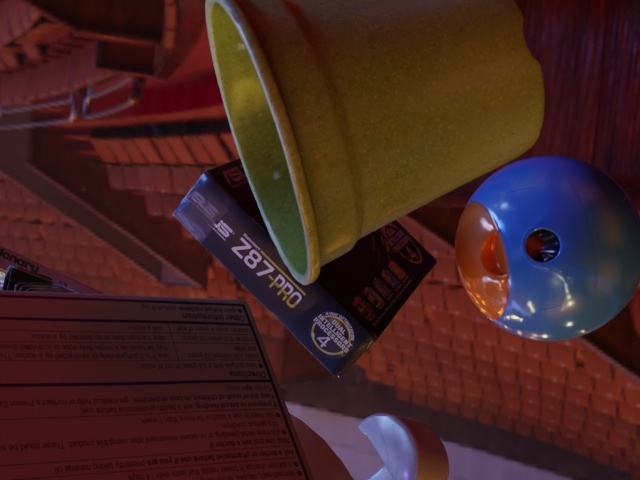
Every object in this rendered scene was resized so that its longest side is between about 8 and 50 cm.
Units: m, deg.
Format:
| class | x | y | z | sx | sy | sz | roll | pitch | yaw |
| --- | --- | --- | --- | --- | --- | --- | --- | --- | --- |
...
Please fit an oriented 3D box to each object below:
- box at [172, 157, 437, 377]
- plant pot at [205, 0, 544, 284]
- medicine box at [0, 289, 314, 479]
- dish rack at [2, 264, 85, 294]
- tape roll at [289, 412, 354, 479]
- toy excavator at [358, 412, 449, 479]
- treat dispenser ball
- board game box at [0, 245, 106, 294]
| class | x | y | z | sx | sy | sz | roll | pitch | yaw |
| --- | --- | --- | --- | --- | --- | --- | --- | --- | --- |
| box | 0.000 | 0.000 | 1.266 | 0.318 | 0.097 | 0.395 | 44 | -156 | 6 |
| plant pot | 0.056 | -0.129 | 0.786 | 0.253 | 0.276 | 0.276 | -19 | -173 | -10 |
| medicine box | -0.157 | 0.192 | 0.642 | 0.263 | 0.149 | 0.289 | 6 | -136 | -35 |
| dish rack | -0.381 | 0.150 | 1.132 | 0.074 | 0.208 | 0.271 | 10 | 179 | -32 |
| tape roll | -0.091 | 0.312 | 0.900 | 0.286 | 0.286 | 0.100 | 7 | -159 | 28 |
| toy excavator | -0.052 | 0.416 | 1.275 | 0.445 | 0.433 | 0.222 | 21 | 177 | 43 |
| treat dispenser ball | 0.354 | 0.012 | 1.303 | 0.288 | 0.288 | 0.288 | 6 | -178 | 0 |
| board game box | -0.550 | 0.110 | 1.539 | 0.305 | 0.053 | 0.193 | 29 | 134 | -21 |
